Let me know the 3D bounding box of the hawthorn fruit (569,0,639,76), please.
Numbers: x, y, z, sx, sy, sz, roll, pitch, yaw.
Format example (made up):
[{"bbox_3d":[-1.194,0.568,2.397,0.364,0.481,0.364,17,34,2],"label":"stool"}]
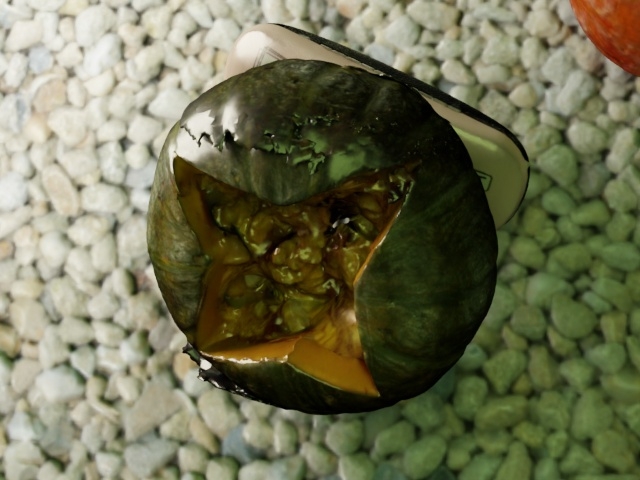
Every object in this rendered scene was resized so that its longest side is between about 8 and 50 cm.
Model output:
[{"bbox_3d":[0.325,-0.285,0.936,0.242,0.242,0.271,-25,60,0],"label":"hawthorn fruit"}]

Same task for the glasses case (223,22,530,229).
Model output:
[{"bbox_3d":[0.049,-0.105,0.970,0.314,0.122,0.075,28,38,11],"label":"glasses case"}]

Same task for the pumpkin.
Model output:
[{"bbox_3d":[0.000,0.000,0.876,0.321,0.192,0.320,9,114,20],"label":"pumpkin"}]
